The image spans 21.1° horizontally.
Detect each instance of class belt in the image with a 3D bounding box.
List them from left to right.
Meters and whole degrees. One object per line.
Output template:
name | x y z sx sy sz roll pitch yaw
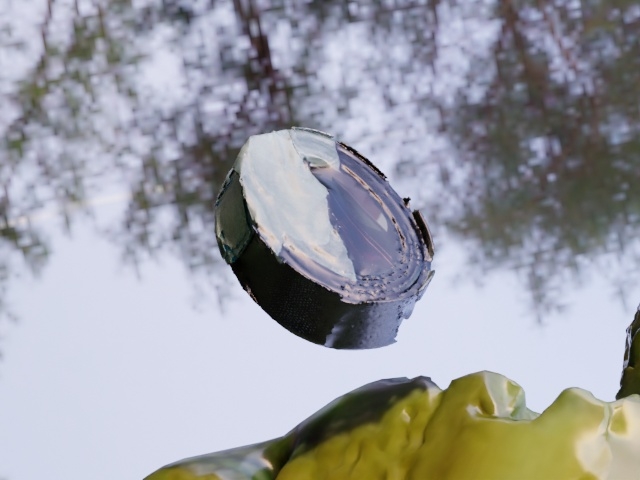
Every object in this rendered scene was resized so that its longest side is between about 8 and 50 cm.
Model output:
belt | 0.000 0.000 0.967 0.140 0.105 0.058 50 -41 18

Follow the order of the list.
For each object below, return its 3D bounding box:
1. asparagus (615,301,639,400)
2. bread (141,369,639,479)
asparagus | 0.360 0.142 1.071 0.382 0.128 0.108 31 1 9
bread | 0.000 0.244 0.552 0.251 0.376 0.208 -2 -37 44
